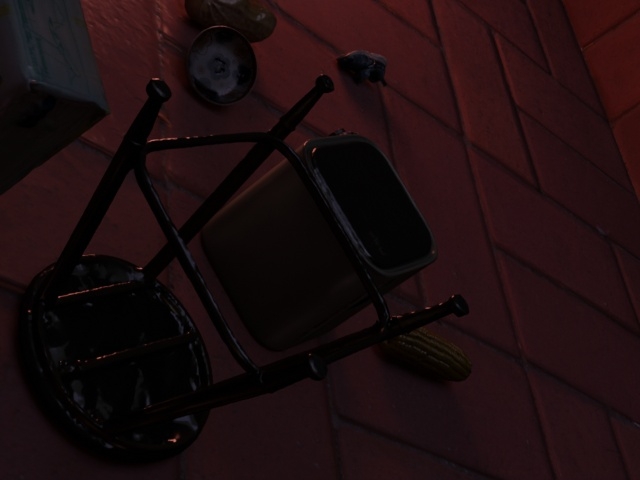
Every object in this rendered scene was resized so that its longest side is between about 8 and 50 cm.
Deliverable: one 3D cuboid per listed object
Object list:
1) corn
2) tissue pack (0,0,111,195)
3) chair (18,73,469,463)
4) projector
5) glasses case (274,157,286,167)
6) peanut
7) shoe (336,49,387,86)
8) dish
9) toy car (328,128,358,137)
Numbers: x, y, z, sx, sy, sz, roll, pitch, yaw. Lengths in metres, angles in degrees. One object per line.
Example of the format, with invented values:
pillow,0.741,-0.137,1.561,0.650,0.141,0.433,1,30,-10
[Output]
corn,0.192,0.199,2.036,0.231,0.080,0.080,27,40,-40
tissue pack,-0.440,-0.259,1.397,0.162,0.287,0.388,20,45,-53
chair,-0.135,0.063,1.378,0.365,0.410,0.362,-14,71,-58
projector,0.000,0.000,1.792,0.249,0.249,0.248,-14,71,-58
glasses case,-0.005,-0.098,2.089,0.184,0.039,0.077,15,49,-48
peanut,-0.168,-0.437,2.140,0.214,0.098,0.090,14,39,-51
shoe,0.093,-0.385,2.499,0.143,0.064,0.071,8,72,-45
dish,-0.193,-0.310,2.016,0.141,0.078,0.141,-1,92,-32
toy car,0.069,-0.143,2.199,0.070,0.080,0.170,-7,65,-59
